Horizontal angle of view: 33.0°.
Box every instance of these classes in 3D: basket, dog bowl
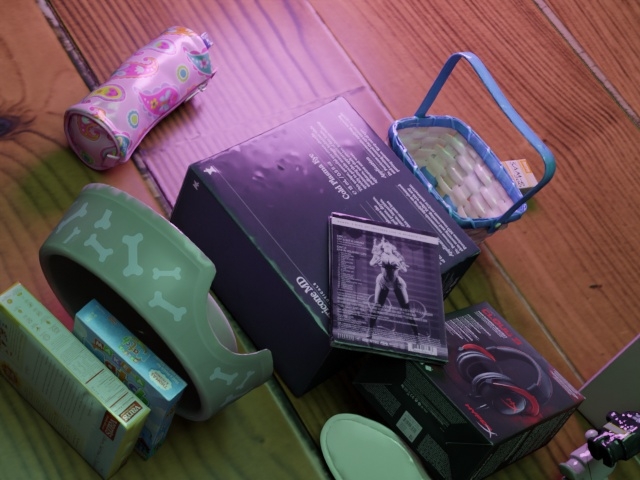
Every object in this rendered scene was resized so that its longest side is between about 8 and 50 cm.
[{"bbox_3d":[0.222,-0.123,1.733,0.201,0.289,0.254,-14,63,-36],"label":"basket"},{"bbox_3d":[-0.223,0.092,1.396,0.349,0.348,0.102,40,64,9],"label":"dog bowl"}]

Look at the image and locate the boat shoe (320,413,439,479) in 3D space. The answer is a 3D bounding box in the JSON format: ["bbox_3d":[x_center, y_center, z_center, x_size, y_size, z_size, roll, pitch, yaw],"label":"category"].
[{"bbox_3d":[0.141,0.350,1.521,0.320,0.116,0.099,33,8,11],"label":"boat shoe"}]

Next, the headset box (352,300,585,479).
[{"bbox_3d":[0.225,0.213,1.557,0.293,0.110,0.218,-10,49,-49],"label":"headset box"}]

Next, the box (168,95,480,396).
[{"bbox_3d":[0.000,0.000,1.635,0.313,0.179,0.343,-28,70,-35],"label":"box"}]

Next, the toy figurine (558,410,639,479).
[{"bbox_3d":[0.472,0.346,1.556,0.148,0.209,0.213,-27,69,-21],"label":"toy figurine"}]

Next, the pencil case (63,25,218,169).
[{"bbox_3d":[-0.283,-0.232,1.726,0.124,0.124,0.284,36,51,5],"label":"pencil case"}]

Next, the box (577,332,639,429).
[{"bbox_3d":[0.502,0.197,1.629,0.113,0.275,0.094,46,53,12],"label":"box"}]

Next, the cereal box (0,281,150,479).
[{"bbox_3d":[-0.329,0.184,1.385,0.240,0.173,0.047,42,52,9],"label":"cereal box"}]

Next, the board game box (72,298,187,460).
[{"bbox_3d":[-0.256,0.184,1.387,0.160,0.211,0.039,41,55,9],"label":"board game box"}]

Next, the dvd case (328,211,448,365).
[{"bbox_3d":[0.091,0.064,1.496,0.165,0.018,0.221,11,51,-14],"label":"dvd case"}]

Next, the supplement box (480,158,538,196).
[{"bbox_3d":[0.332,-0.108,1.927,0.099,0.036,0.062,-8,61,-26],"label":"supplement box"}]
